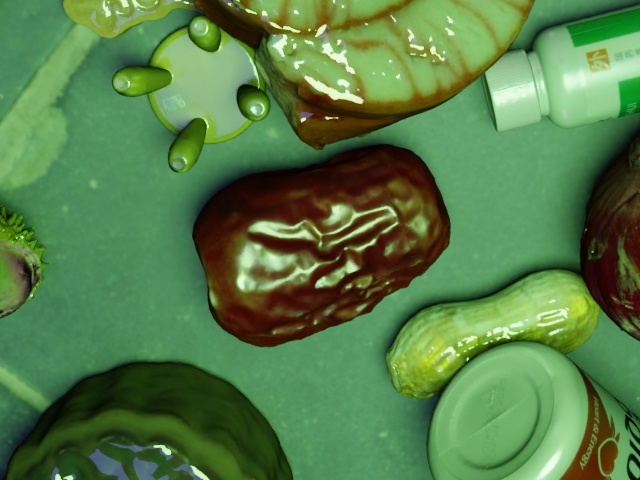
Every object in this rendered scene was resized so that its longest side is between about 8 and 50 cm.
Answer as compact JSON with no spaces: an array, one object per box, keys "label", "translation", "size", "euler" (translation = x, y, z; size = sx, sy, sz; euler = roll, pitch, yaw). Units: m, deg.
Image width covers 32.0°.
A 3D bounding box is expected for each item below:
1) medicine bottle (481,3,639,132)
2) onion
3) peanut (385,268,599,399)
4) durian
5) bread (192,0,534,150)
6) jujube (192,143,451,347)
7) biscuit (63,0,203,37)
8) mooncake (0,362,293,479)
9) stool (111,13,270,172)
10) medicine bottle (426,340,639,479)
[{"label":"medicine bottle","translation":[0.272,-0.158,0.970],"size":[0.260,0.095,0.095],"euler":[-12,103,4]},{"label":"onion","translation":[0.328,-0.021,0.922],"size":[0.246,0.246,0.190],"euler":[-41,101,10]},{"label":"peanut","translation":[0.158,0.086,1.035],"size":[0.207,0.087,0.087],"euler":[-21,102,5]},{"label":"durian","translation":[-0.321,0.025,1.045],"size":[0.108,0.119,0.186],"euler":[20,121,-41]},{"label":"bread","translation":[0.028,-0.263,0.908],"size":[0.295,0.114,0.327],"euler":[-39,99,-9]},{"label":"jujube","translation":[0.000,0.000,0.989],"size":[0.230,0.155,0.155],"euler":[-21,102,5]},{"label":"biscuit","translation":[-0.127,-0.268,0.989],"size":[0.236,0.040,0.144],"euler":[-15,108,7]},{"label":"mooncake","translation":[-0.169,0.271,1.051],"size":[0.290,0.161,0.290],"euler":[1,102,3]},{"label":"stool","translation":[-0.108,-0.133,0.979],"size":[0.134,0.110,0.135],"euler":[11,105,-1]},{"label":"medicine bottle","translation":[0.237,0.219,1.000],"size":[0.157,0.157,0.289],"euler":[-45,124,11]}]
